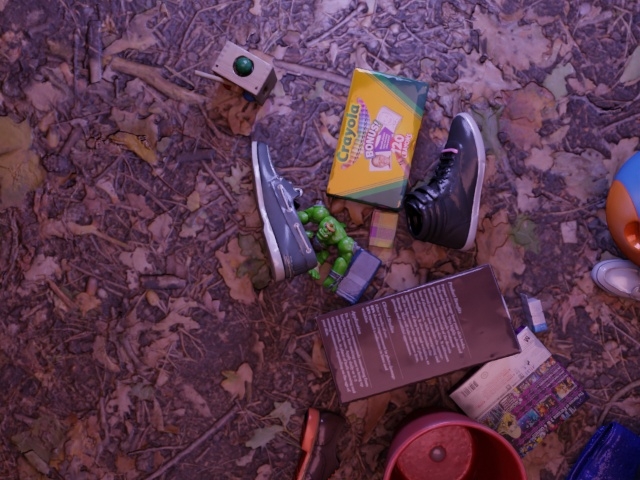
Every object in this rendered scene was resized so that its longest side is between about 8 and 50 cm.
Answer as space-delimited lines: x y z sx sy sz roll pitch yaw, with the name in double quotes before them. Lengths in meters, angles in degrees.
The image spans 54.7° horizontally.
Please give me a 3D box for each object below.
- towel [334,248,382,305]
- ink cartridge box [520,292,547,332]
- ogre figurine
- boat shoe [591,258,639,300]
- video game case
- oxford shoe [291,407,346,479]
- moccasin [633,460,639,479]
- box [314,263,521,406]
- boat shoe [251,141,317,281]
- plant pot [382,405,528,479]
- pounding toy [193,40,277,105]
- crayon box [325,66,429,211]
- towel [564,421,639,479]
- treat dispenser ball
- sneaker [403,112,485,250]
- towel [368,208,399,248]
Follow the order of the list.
"towel" 0.080 0.079 1.368 0.067 0.029 0.119 34 91 0
"ink cartridge box" 0.466 0.154 1.355 0.028 0.048 0.083 -15 91 1
"ogre figurine" 0.000 0.000 1.340 0.118 0.097 0.197 -43 57 13
"boat shoe" 0.709 0.093 1.338 0.226 0.076 0.083 13 90 1
"video game case" 0.433 0.339 1.360 0.232 0.042 0.210 -43 89 1
"oxford shoe" -0.007 0.507 1.342 0.098 0.097 0.272 12 91 -5
"moccasin" 0.760 0.411 1.279 0.341 0.117 0.138 -24 62 -16
"box" 0.197 0.200 1.299 0.381 0.143 0.191 -17 76 2
"boat shoe" -0.083 -0.070 1.307 0.098 0.116 0.320 -10 67 -9
"plant pot" 0.252 0.467 1.263 0.274 0.243 0.275 0 90 1
"pounding toy" -0.176 -0.347 1.311 0.130 0.141 0.100 30 91 0
"crayon box" 0.120 -0.214 1.339 0.165 0.081 0.279 13 91 0
"towel" 0.697 0.562 1.348 0.308 0.076 0.228 33 94 2
"treat dispenser ball" 0.724 -0.064 1.230 0.287 0.288 0.289 0 90 1
"sneaker" 0.256 -0.126 1.311 0.146 0.104 0.296 1 94 -20
"towel" 0.140 -0.026 1.377 0.060 0.009 0.083 9 91 0
